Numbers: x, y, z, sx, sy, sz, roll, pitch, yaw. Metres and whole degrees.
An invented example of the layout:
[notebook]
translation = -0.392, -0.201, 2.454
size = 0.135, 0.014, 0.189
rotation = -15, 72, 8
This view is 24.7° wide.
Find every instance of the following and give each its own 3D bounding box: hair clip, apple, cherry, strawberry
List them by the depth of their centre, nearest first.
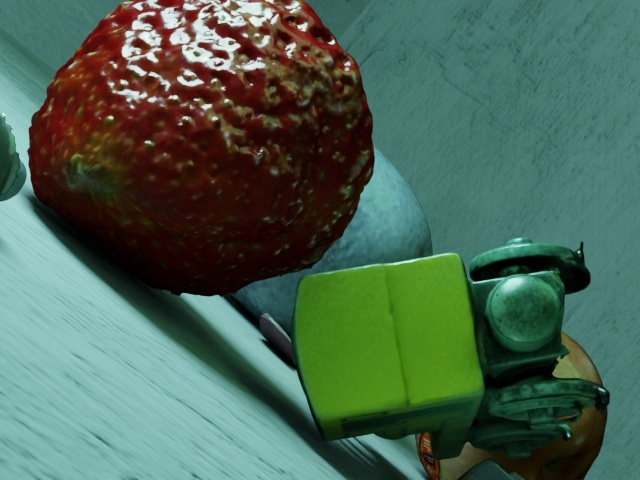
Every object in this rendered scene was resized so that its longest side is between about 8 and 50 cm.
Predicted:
[strawberry]
translation = -0.097, -0.074, 1.106
size = 0.257, 0.257, 0.277
rotation = 41, 30, 4
[hair clip]
translation = -0.032, 0.107, 1.484
size = 0.054, 0.022, 0.137
rotation = 42, -3, 19
[apple]
translation = 0.197, 0.190, 1.499
size = 0.164, 0.209, 0.209
rotation = 48, 4, 32
[cherry]
translation = 0.000, 0.000, 1.577
size = 0.255, 0.218, 0.296
rotation = 4, -33, 41

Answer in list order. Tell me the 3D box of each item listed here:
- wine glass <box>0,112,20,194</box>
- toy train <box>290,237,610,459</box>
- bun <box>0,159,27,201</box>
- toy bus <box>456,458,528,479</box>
[wine glass]
translation = -0.225, -0.082, 0.552
size = 0.074, 0.074, 0.262
rotation = 41, 1, 38
[toy train]
translation = 0.101, 0.108, 1.222
size = 0.369, 0.237, 0.150
rotation = 83, -2, -73
[bun]
translation = -0.202, -0.050, 0.812
size = 0.083, 0.045, 0.083
rotation = 44, -1, 1
[toy bus]
translation = 0.189, 0.265, 1.245
size = 0.192, 0.077, 0.065
rotation = 41, -1, 15
